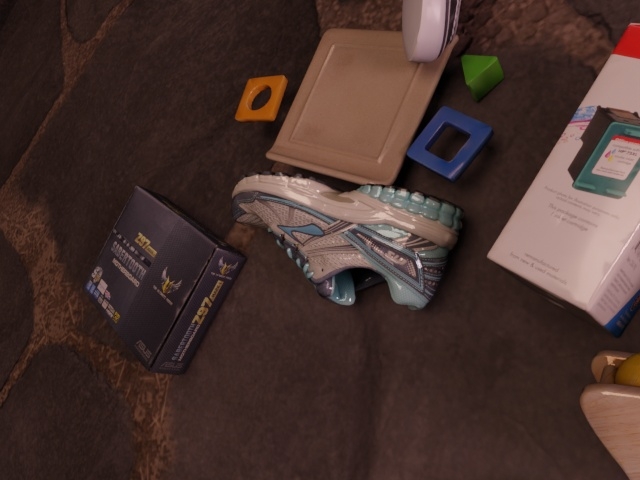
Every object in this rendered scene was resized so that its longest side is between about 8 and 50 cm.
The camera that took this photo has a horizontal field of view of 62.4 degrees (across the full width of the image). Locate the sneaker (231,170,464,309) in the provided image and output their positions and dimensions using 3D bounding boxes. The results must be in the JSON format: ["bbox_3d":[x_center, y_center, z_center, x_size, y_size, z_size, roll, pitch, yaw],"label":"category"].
[{"bbox_3d":[0.000,0.000,0.556,0.283,0.110,0.122,10,84,39],"label":"sneaker"}]

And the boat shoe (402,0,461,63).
[{"bbox_3d":[0.150,-0.316,0.554,0.102,0.108,0.300,10,70,-1],"label":"boat shoe"}]

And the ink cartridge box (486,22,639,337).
[{"bbox_3d":[0.232,-0.053,0.381,0.078,0.134,0.230,34,95,40],"label":"ink cartridge box"}]

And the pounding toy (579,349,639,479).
[{"bbox_3d":[0.277,0.093,0.260,0.270,0.155,0.154,-11,93,34],"label":"pounding toy"}]

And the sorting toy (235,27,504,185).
[{"bbox_3d":[0.046,-0.156,0.614,0.348,0.047,0.195,21,81,37],"label":"sorting toy"}]

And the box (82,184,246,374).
[{"bbox_3d":[-0.228,0.047,0.740,0.233,0.059,0.183,32,94,39],"label":"box"}]
